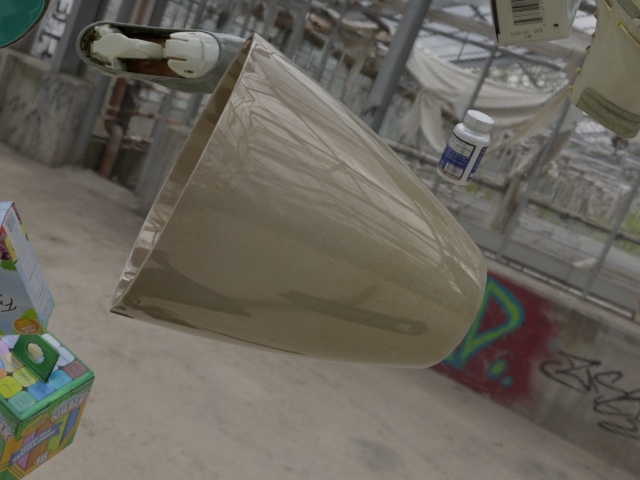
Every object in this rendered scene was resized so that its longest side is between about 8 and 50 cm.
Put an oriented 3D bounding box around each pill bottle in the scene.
[{"bbox_3d":[0.253,-0.162,1.230,0.067,0.120,0.067,16,30,-9],"label":"pill bottle"}]

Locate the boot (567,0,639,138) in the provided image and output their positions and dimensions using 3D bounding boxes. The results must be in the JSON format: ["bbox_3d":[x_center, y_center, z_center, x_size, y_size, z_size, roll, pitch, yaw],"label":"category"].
[{"bbox_3d":[0.321,-0.236,0.792,0.077,0.165,0.213,-12,56,-17],"label":"boot"}]

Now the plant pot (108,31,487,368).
[{"bbox_3d":[0.000,0.000,0.623,0.274,0.256,0.256,27,7,-16],"label":"plant pot"}]

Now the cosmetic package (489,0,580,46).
[{"bbox_3d":[0.399,-0.483,1.283,0.129,0.153,0.296,1,35,28],"label":"cosmetic package"}]

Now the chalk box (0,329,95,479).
[{"bbox_3d":[-0.564,0.289,1.334,0.180,0.288,0.179,37,34,15],"label":"chalk box"}]

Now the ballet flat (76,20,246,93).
[{"bbox_3d":[-0.175,-0.207,0.796,0.213,0.072,0.068,8,1,14],"label":"ballet flat"}]

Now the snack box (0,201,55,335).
[{"bbox_3d":[-0.499,0.047,1.010,0.175,0.207,0.070,-3,42,1],"label":"snack box"}]

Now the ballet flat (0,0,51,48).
[{"bbox_3d":[-0.458,-0.434,1.126,0.108,0.316,0.106,36,31,-28],"label":"ballet flat"}]
